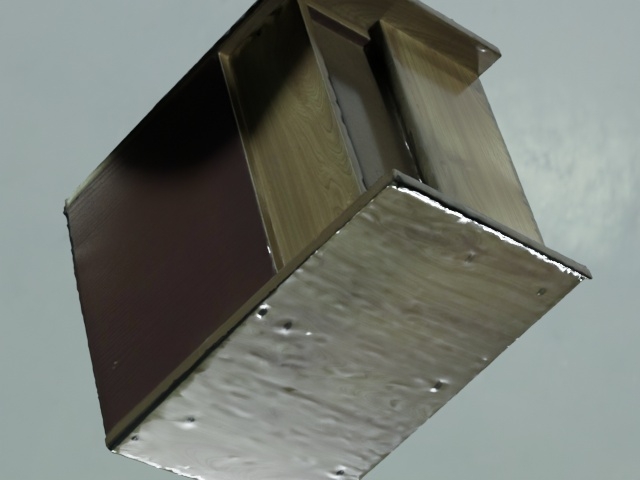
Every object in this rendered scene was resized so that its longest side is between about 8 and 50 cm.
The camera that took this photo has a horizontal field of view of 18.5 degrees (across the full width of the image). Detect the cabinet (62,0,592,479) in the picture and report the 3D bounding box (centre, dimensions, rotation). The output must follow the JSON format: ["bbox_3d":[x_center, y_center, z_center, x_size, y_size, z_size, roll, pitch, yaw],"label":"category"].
[{"bbox_3d":[0.000,0.000,1.009,0.148,0.174,0.215,24,124,-36],"label":"cabinet"}]
